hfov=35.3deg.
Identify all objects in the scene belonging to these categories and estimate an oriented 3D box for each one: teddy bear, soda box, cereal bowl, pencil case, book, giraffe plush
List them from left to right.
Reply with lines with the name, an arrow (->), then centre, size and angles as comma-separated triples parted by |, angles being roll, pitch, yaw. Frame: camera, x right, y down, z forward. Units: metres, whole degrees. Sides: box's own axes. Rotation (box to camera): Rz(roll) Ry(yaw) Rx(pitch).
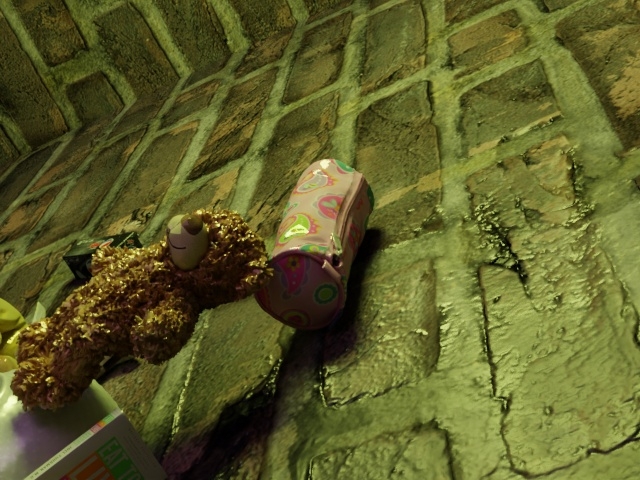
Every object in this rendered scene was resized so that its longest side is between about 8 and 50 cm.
cereal bowl -> -0.411, 0.263, 1.219 | 0.339, 0.141, 0.339 | -23, 23, 11
giraffe plush -> -0.495, 0.186, 1.476 | 0.170, 0.181, 0.210 | -32, 12, 11
book -> -0.250, 0.262, 1.083 | 0.144, 0.096, 0.035 | -38, 24, -21
soda box -> -0.392, 0.029, 1.824 | 0.169, 0.053, 0.060 | -7, 31, 44
teddy bear -> -0.224, 0.069, 1.176 | 0.338, 0.113, 0.245 | -25, 23, 17
pencil case -> 0.000, 0.000, 1.321 | 0.124, 0.124, 0.284 | -20, 23, 20

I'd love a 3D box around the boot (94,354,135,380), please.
boot -> -0.317, 0.181, 1.427 | 0.118, 0.042, 0.087 | -7, 36, 45
